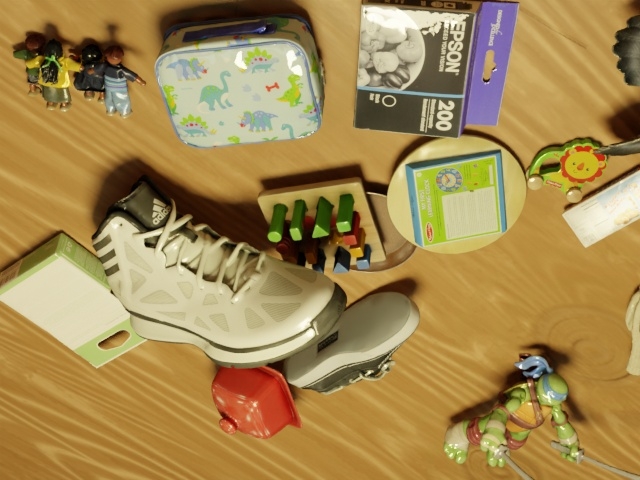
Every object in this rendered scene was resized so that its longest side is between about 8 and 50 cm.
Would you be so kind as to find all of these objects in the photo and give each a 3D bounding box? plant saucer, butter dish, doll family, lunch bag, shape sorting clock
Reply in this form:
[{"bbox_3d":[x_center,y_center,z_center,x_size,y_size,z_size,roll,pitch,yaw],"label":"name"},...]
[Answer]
[{"bbox_3d":[0.071,-0.018,1.786,0.168,0.029,0.168,3,133,3],"label":"plant saucer"},{"bbox_3d":[-0.131,0.287,2.010,0.160,0.118,0.160,18,142,34],"label":"butter dish"},{"bbox_3d":[-0.336,-0.235,1.609,0.193,0.076,0.111,4,129,-3],"label":"doll family"},{"bbox_3d":[-0.106,-0.220,1.577,0.219,0.090,0.176,-5,133,12],"label":"lunch bag"},{"bbox_3d":[0.200,-0.067,1.708,0.206,0.040,0.206,-4,125,-5],"label":"shape sorting clock"}]

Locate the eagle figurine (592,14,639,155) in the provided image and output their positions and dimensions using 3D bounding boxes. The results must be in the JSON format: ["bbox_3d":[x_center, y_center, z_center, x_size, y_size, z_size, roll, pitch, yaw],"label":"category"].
[{"bbox_3d":[0.530,-0.179,1.503,0.298,0.225,0.226,22,95,27],"label":"eagle figurine"}]

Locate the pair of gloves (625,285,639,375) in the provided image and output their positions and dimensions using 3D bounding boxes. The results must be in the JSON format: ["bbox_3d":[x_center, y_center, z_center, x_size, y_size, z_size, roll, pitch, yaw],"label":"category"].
[{"bbox_3d":[0.608,0.128,1.848,0.240,0.042,0.204,-5,127,5],"label":"pair of gloves"}]

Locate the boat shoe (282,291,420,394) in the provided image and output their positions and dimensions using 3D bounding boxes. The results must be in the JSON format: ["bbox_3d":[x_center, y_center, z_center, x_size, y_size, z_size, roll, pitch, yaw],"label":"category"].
[{"bbox_3d":[0.070,0.185,1.922,0.105,0.113,0.306,31,132,-29],"label":"boat shoe"}]

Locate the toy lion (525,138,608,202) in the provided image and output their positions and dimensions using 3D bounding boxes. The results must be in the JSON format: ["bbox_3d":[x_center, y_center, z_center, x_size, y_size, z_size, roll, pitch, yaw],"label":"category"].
[{"bbox_3d":[0.359,-0.108,1.668,0.100,0.034,0.096,17,126,-8],"label":"toy lion"}]

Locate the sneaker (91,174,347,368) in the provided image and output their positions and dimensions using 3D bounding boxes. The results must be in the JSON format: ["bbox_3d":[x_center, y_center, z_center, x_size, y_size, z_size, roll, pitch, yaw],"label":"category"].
[{"bbox_3d":[-0.185,0.038,1.711,0.447,0.169,0.257,2,134,40],"label":"sneaker"}]

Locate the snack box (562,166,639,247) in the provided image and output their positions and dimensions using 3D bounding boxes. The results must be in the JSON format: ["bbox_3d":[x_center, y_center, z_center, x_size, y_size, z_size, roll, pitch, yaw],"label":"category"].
[{"bbox_3d":[0.445,-0.058,1.691,0.178,0.022,0.064,-32,97,32],"label":"snack box"}]

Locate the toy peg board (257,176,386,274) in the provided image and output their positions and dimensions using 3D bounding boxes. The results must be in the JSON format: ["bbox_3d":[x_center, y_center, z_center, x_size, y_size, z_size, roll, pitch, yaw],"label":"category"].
[{"bbox_3d":[0.000,0.000,1.739,0.161,0.079,0.161,-7,131,16],"label":"toy peg board"}]

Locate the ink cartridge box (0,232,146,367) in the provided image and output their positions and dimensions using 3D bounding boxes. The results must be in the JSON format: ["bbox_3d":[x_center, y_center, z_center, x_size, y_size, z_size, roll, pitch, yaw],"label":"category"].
[{"bbox_3d":[-0.405,0.105,1.945,0.171,0.056,0.235,-29,126,30],"label":"ink cartridge box"}]

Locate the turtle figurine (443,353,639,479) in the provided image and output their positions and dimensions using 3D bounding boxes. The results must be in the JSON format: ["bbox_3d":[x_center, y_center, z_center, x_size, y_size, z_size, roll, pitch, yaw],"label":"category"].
[{"bbox_3d":[0.340,0.353,1.961,0.275,0.198,0.266,60,146,9],"label":"turtle figurine"}]

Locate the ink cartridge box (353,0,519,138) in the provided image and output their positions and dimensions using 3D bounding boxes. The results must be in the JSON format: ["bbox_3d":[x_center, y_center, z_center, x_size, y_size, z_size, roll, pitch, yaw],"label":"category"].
[{"bbox_3d":[0.153,-0.233,1.565,0.208,0.045,0.206,4,133,2],"label":"ink cartridge box"}]
